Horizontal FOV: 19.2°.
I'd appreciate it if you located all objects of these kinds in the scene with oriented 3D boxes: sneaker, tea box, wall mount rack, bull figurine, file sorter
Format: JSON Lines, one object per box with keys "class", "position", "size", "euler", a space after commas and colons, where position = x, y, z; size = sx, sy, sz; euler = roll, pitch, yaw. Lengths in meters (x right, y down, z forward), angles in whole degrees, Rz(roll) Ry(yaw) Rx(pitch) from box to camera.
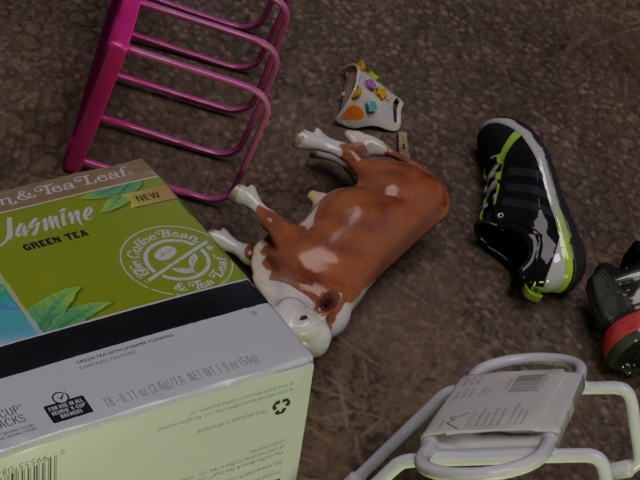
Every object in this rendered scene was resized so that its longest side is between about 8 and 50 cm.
{"class": "sneaker", "position": [0.209, -0.039, 2.076], "size": [0.097, 0.084, 0.234], "euler": [-8, 57, -24]}
{"class": "tea box", "position": [-0.232, 0.129, 1.646], "size": [0.329, 0.220, 0.323], "euler": [-16, 42, -30]}
{"class": "wall mount rack", "position": [0.121, 0.203, 1.672], "size": [0.304, 0.130, 0.350], "euler": [-5, 11, 17]}
{"class": "sneaker", "position": [0.403, 0.049, 2.067], "size": [0.276, 0.097, 0.135], "euler": [-14, 61, -27]}
{"class": "bull figurine", "position": [0.000, 0.000, 1.957], "size": [0.188, 0.101, 0.310], "euler": [39, 51, 15]}
{"class": "file sorter", "position": [-0.136, -0.214, 2.015], "size": [0.182, 0.202, 0.290], "euler": [18, 49, -10]}

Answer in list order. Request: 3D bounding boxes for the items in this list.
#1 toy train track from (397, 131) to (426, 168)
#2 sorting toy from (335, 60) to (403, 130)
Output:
{"class": "toy train track", "position": [0.093, -0.089, 2.120], "size": [0.048, 0.014, 0.083], "euler": [5, 46, -7]}
{"class": "sorting toy", "position": [0.061, -0.159, 2.153], "size": [0.075, 0.045, 0.083], "euler": [28, 46, -22]}
